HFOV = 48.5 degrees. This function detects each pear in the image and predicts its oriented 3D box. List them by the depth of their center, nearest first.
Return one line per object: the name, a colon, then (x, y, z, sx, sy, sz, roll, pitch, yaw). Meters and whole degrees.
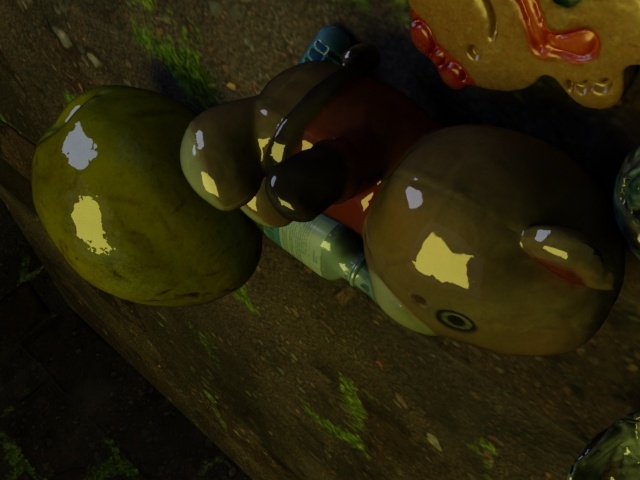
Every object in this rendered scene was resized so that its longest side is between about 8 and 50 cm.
pear: (-0.215, -0.047, 0.906, 0.253, 0.253, 0.307, 15, 149, 50)

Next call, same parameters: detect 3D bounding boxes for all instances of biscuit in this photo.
biscuit: (0.130, -0.154, 0.438, 0.226, 0.036, 0.166, 13, 138, 52)

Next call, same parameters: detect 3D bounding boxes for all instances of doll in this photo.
doll: (0.067, -0.035, 0.540, 0.330, 0.174, 0.235, 31, 177, 18)

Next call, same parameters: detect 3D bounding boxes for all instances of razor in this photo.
razor: (-0.027, -0.131, 0.713, 0.082, 0.042, 0.253, 30, 154, -6)

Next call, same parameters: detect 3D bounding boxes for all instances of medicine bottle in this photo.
medicine bottle: (0.000, 0.000, 0.836, 0.208, 0.054, 0.090, 35, 150, 25)

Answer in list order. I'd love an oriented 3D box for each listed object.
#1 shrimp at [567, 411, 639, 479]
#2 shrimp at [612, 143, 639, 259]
shrimp: (0.308, 0.142, 0.434, 0.221, 0.166, 0.410, 48, 167, -1)
shrimp: (0.243, -0.024, 0.277, 0.137, 0.172, 0.372, 54, 162, 3)
